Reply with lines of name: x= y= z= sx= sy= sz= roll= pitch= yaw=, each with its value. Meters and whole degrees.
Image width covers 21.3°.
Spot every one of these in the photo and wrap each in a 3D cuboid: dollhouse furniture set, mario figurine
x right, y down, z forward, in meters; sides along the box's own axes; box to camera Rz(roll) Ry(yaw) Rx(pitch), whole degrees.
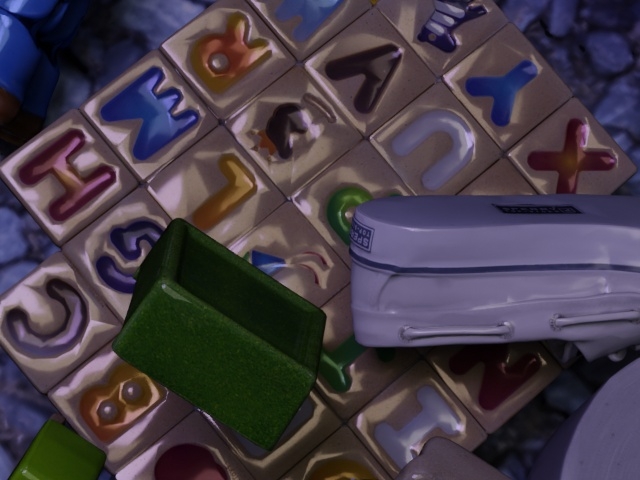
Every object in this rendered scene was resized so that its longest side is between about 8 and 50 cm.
dollhouse furniture set: x=-0.005 y=0.161 z=0.843 sx=0.301 sy=0.151 sz=0.197 roll=34 pitch=97 yaw=-6
mario figurine: x=-0.162 y=-0.228 z=1.036 sx=0.170 sy=0.198 sz=0.320 roll=33 pitch=84 yaw=-30

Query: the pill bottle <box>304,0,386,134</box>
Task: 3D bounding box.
pill bottle: x=0.006 y=-0.130 z=1.037 sx=0.103 sy=0.103 sz=0.184 roll=-5 pitch=67 yaw=1

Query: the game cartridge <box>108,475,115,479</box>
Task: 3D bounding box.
game cartridge: x=-0.011 y=0.234 z=0.918 sx=0.294 sy=0.060 sz=0.196 roll=25 pitch=75 yaw=13

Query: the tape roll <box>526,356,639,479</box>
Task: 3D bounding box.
tape roll: x=0.216 y=0.163 z=0.894 sx=0.219 sy=0.072 sz=0.219 roll=5 pitch=64 yaw=-11

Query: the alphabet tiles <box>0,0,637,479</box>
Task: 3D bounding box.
alphabet tiles: x=0.000 y=0.000 z=0.942 sx=0.342 sy=0.011 sz=0.285 roll=-39 pitch=86 yaw=-14

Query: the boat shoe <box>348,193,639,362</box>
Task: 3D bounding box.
boat shoe: x=0.140 y=0.024 z=0.918 sx=0.258 sy=0.095 sz=0.084 roll=3 pitch=105 yaw=-7
